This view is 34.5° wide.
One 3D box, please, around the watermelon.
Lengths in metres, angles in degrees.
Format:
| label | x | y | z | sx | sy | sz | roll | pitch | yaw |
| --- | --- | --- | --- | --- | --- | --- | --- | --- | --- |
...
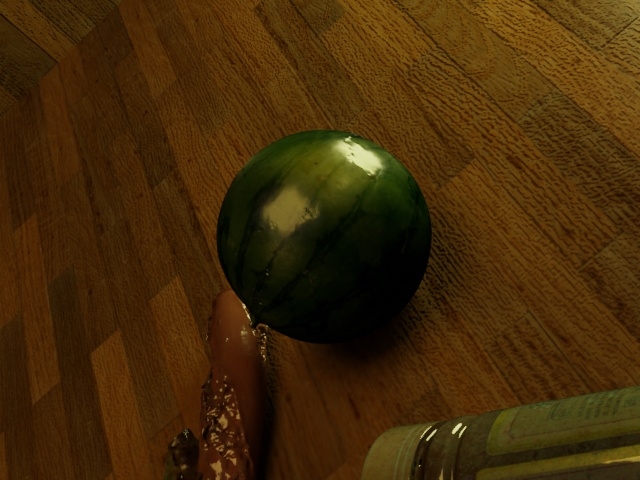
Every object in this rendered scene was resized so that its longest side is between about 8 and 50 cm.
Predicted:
| label | x | y | z | sx | sy | sz | roll | pitch | yaw |
| --- | --- | --- | --- | --- | --- | --- | --- | --- | --- |
| watermelon | 0.003 | -0.004 | 1.159 | 0.242 | 0.242 | 0.242 | -27 | 41 | 26 |

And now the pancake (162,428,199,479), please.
| label | x | y | z | sx | sy | sz | roll | pitch | yaw |
| --- | --- | --- | --- | --- | --- | --- | --- | --- | --- |
| pancake | -0.211 | 0.391 | 1.171 | 0.197 | 0.054 | 0.376 | -12 | 48 | 40 |

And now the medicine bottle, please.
| label | x | y | z | sx | sy | sz | roll | pitch | yaw |
| --- | --- | --- | --- | --- | --- | --- | --- | --- | --- |
| medicine bottle | 0.202 | 0.204 | 0.835 | 0.322 | 0.151 | 0.151 | -17 | 46 | 35 |

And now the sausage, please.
| label | x | y | z | sx | sy | sz | roll | pitch | yaw |
| --- | --- | --- | --- | --- | --- | --- | --- | --- | --- |
| sausage | -0.105 | 0.174 | 1.241 | 0.087 | 0.079 | 0.326 | -50 | 28 | 39 |
